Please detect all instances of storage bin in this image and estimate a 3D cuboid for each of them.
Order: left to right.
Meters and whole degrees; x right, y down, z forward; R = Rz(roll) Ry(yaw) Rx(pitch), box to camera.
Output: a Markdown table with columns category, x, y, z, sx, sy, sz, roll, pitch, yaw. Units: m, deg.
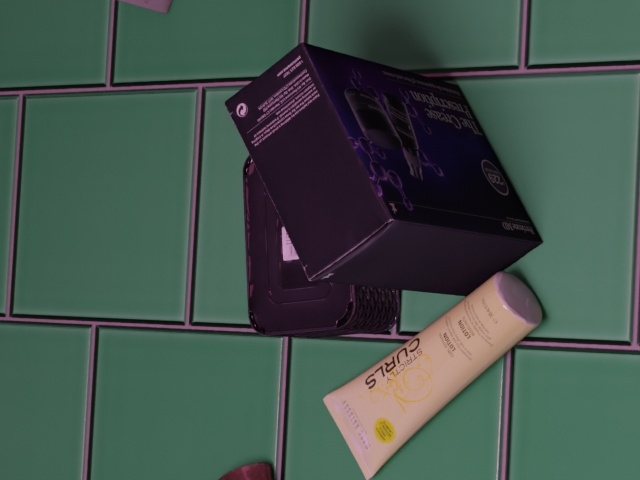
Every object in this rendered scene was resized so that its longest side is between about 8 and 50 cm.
| category | x | y | z | sx | sy | sz | roll | pitch | yaw |
| --- | --- | --- | --- | --- | --- | --- | --- | --- | --- |
| storage bin | 0.000 | 0.000 | 1.875 | 0.122 | 0.084 | 0.180 | -7 | 81 | 34 |

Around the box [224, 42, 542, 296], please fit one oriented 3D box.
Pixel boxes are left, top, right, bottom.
| category | x | y | z | sx | sy | sz | roll | pitch | yaw |
| --- | --- | --- | --- | --- | --- | --- | --- | --- | --- |
| box | 0.060 | -0.057 | 1.730 | 0.103 | 0.261 | 0.184 | -34 | 68 | 27 |

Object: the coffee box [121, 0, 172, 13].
| category | x | y | z | sx | sy | sz | roll | pitch | yaw |
| --- | --- | --- | --- | --- | --- | --- | --- | --- | --- |
| coffee box | -0.186 | -0.371 | 2.003 | 0.098 | 0.141 | 0.246 | 29 | 101 | 33 |

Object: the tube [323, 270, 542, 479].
| category | x | y | z | sx | sy | sz | roll | pitch | yaw |
| --- | --- | --- | --- | --- | --- | --- | --- | --- | --- |
| tube | 0.101 | 0.121 | 1.813 | 0.240 | 0.062 | 0.070 | -41 | 24 | 30 |

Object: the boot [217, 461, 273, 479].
| category | x | y | z | sx | sy | sz | roll | pitch | yaw |
| --- | --- | --- | --- | --- | --- | --- | --- | --- | --- |
| boot | -0.104 | 0.360 | 1.931 | 0.248 | 0.090 | 0.206 | -39 | 54 | 27 |
